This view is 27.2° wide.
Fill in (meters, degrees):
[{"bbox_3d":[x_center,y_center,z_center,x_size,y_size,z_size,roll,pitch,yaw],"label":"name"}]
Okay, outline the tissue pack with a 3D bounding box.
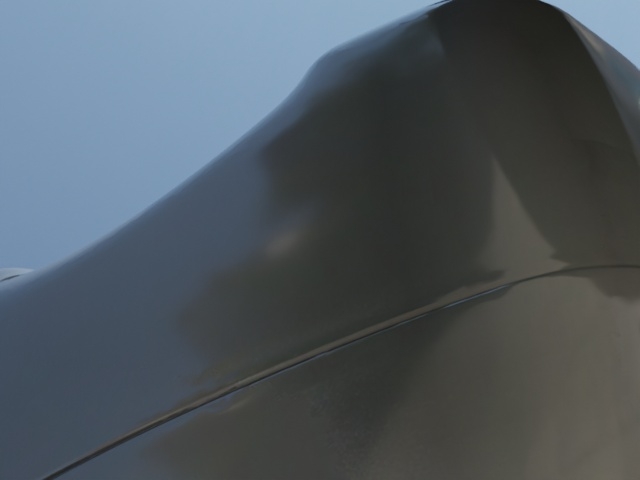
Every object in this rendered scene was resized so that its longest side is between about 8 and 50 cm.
[{"bbox_3d":[0.006,0.100,0.455,0.229,0.333,0.236,30,-140,-44],"label":"tissue pack"}]
